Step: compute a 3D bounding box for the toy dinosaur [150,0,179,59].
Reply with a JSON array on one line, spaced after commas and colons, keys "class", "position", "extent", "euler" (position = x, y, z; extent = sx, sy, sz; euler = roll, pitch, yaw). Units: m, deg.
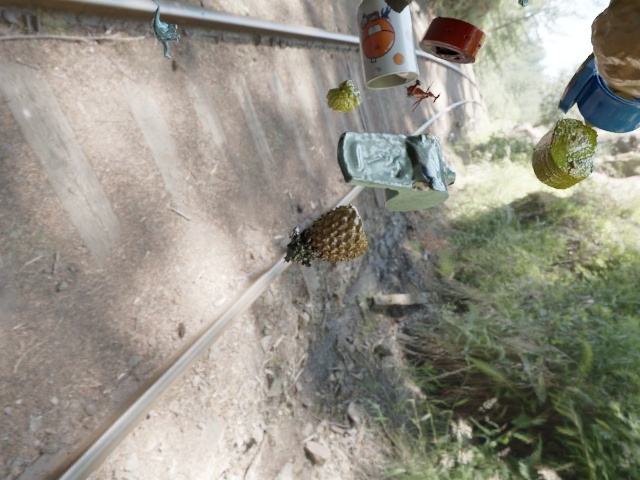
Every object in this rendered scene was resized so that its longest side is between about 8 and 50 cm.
[{"class": "toy dinosaur", "position": [-0.481, -0.645, 1.336], "extent": [0.198, 0.080, 0.045], "euler": [92, -3, -57]}]

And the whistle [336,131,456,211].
[{"class": "whistle", "position": [0.223, -0.198, 1.190], "extent": [0.404, 0.188, 0.168], "euler": [12, 68, -53]}]

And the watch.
[{"class": "watch", "position": [1.000, -0.513, 1.449], "extent": [0.274, 0.305, 0.241], "euler": [44, -16, 20]}]

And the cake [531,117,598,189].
[{"class": "cake", "position": [0.930, -0.338, 1.657], "extent": [0.156, 0.178, 0.261], "euler": [126, -16, -71]}]

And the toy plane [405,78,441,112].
[{"class": "toy plane", "position": [0.355, -0.517, 1.550], "extent": [0.077, 0.126, 0.194], "euler": [29, 32, -20]}]

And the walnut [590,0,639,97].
[{"class": "walnut", "position": [0.727, -0.426, 0.828], "extent": [0.305, 0.343, 0.307], "euler": [-12, 110, -35]}]

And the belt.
[{"class": "belt", "position": [0.570, -0.883, 1.918], "extent": [0.227, 0.324, 0.115], "euler": [17, 104, -36]}]

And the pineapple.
[{"class": "pineapple", "position": [-0.001, -0.001, 1.702], "extent": [0.223, 0.356, 0.223], "euler": [-17, 90, -84]}]

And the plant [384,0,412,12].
[{"class": "plant", "position": [0.283, -0.844, 1.454], "extent": [0.094, 0.143, 0.092], "euler": [-8, 61, -46]}]

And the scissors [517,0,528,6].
[{"class": "scissors", "position": [0.744, -0.932, 1.349], "extent": [0.180, 0.393, 0.032], "euler": [-2, 41, -41]}]

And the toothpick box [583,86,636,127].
[{"class": "toothpick box", "position": [1.161, -0.543, 1.616], "extent": [0.188, 0.307, 0.190], "euler": [51, 55, -32]}]

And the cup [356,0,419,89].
[{"class": "cup", "position": [0.254, -0.775, 1.681], "extent": [0.212, 0.212, 0.318], "euler": [-16, 99, -66]}]

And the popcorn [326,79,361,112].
[{"class": "popcorn", "position": [0.115, -0.686, 2.085], "extent": [0.142, 0.173, 0.174], "euler": [50, 36, -31]}]
